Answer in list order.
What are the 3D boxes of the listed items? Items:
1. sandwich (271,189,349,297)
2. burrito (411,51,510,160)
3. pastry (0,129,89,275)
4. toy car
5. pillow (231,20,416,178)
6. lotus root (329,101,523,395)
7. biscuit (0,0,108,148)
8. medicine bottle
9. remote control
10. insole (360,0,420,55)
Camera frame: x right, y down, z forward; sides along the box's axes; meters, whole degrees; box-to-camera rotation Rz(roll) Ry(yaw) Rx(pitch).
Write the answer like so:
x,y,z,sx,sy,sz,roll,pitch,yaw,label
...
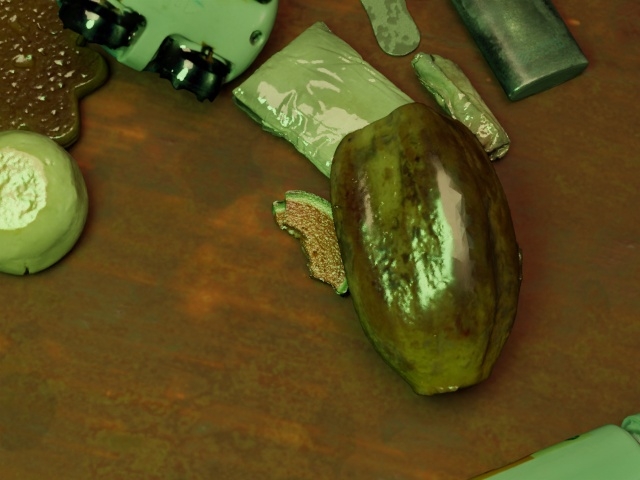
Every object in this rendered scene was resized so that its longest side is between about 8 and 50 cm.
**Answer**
x,y,z,sx,sy,sz,roll,pitch,yaw,label
0.002,0.001,1.561,0.067,0.029,0.135,-28,72,-8,sandwich
0.161,-0.154,1.625,0.041,0.055,0.149,-46,67,28,burrito
-0.325,-0.042,1.526,0.156,0.092,0.156,0,87,3,pastry
-0.176,-0.284,1.591,0.255,0.190,0.188,24,100,-23,toy car
0.029,-0.135,1.609,0.229,0.050,0.148,42,77,10,pillow
0.115,0.015,1.488,0.193,0.193,0.291,-11,78,-7,lotus root
-0.330,-0.205,1.627,0.179,0.039,0.236,-3,67,1,biscuit
0.229,0.281,1.385,0.318,0.158,0.158,-19,69,-11,medicine bottle
0.181,-0.339,1.705,0.107,0.044,0.378,-21,70,-15,remote control
0.067,-0.300,1.702,0.065,0.006,0.193,-17,70,-10,insole
